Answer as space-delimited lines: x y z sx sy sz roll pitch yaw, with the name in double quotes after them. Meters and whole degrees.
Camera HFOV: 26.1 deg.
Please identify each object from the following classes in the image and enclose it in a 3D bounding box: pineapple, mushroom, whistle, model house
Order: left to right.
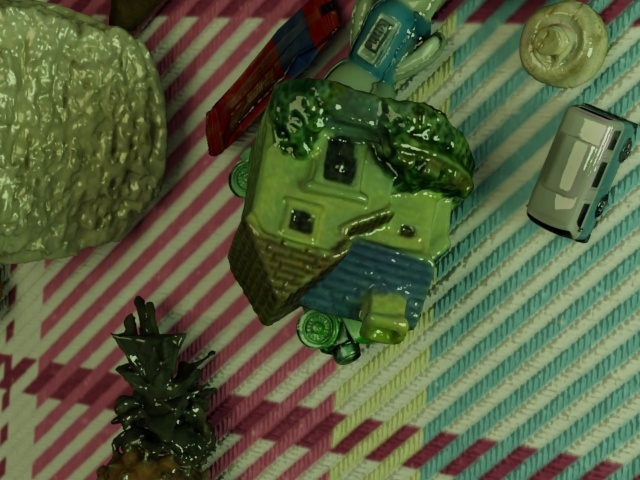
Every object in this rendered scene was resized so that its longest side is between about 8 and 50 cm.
-0.172 0.228 1.471 0.169 0.169 0.340 -2 80 29 "pineapple"
0.030 -0.012 1.261 0.214 0.195 0.189 16 69 -9 "model house"
0.064 -0.188 1.362 0.114 0.077 0.235 37 102 28 "whistle"
0.223 -0.181 1.275 0.084 0.067 0.083 5 100 33 "mushroom"

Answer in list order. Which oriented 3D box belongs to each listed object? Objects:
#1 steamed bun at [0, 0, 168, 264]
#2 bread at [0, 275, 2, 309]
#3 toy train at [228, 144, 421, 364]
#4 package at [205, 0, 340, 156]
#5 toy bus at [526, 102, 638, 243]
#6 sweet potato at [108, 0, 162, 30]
-0.307 -0.113 1.494 0.273 0.272 0.290 -136 61 -67 "steamed bun"
-0.491 -0.068 1.610 0.109 0.185 0.380 -23 81 34 "bread"
0.000 0.000 1.400 0.119 0.085 0.251 -28 75 13 "toy train"
-0.052 -0.174 1.436 0.200 0.022 0.083 -43 37 23 "package"
0.234 -0.061 1.267 0.060 0.075 0.123 27 104 26 "toy bus"
-0.135 -0.306 1.471 0.273 0.075 0.075 -26 79 29 "sweet potato"
